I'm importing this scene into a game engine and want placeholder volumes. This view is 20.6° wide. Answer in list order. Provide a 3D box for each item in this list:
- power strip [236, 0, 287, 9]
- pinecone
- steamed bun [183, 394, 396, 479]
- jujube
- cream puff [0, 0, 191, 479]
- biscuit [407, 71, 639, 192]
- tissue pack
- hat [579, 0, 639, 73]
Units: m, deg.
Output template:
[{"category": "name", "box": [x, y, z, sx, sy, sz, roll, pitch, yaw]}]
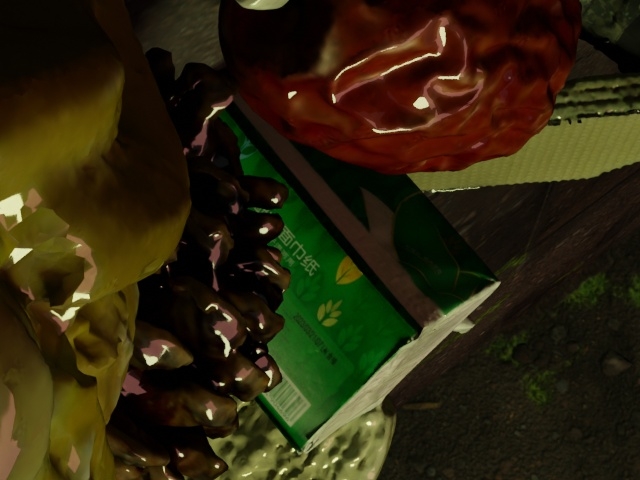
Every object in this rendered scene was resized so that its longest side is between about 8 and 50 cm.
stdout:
[{"category": "power strip", "box": [0.061, -0.249, 0.713, 0.367, 0.106, 0.043, -43, 172, 18]}, {"category": "pinecone", "box": [-0.126, 0.029, 0.894, 0.243, 0.243, 0.257, -52, -178, 45]}, {"category": "steamed bun", "box": [-0.081, 0.146, 1.308, 0.290, 0.272, 0.273, -37, 168, 12]}, {"category": "jujube", "box": [0.050, -0.121, 0.999, 0.174, 0.174, 0.250, -45, 154, 25]}, {"category": "cream puff", "box": [-0.186, 0.014, 0.645, 0.324, 0.291, 0.257, 87, 24, -44]}, {"category": "biscuit", "box": [0.168, -0.088, 1.408, 0.252, 0.052, 0.150, -5, 165, -2]}, {"category": "tissue pack", "box": [0.000, -0.002, 1.152, 0.156, 0.209, 0.148, -27, 162, -47]}, {"category": "hat", "box": [0.268, -0.198, 1.386, 0.265, 0.128, 0.265, -32, 164, -10]}]
